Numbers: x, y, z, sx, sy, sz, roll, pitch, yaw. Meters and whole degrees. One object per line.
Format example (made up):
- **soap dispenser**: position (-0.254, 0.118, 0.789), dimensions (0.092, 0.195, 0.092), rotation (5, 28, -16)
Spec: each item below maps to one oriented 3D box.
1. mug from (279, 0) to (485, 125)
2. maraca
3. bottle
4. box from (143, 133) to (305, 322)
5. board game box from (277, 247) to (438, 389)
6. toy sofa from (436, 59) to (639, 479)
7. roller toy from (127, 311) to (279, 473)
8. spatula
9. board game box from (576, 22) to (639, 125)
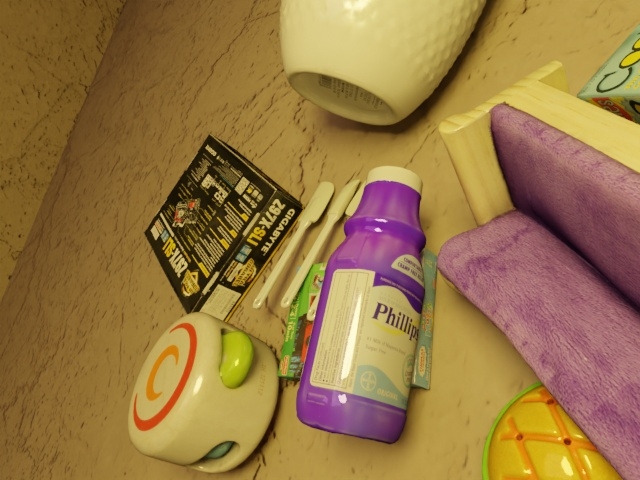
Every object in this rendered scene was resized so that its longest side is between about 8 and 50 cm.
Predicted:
- **mug**: position (0.077, -0.346, 0.698), dimensions (0.374, 0.276, 0.328), rotation (-165, 95, -78)
- **maraca**: position (0.212, 0.159, 0.378), dimensions (0.185, 0.099, 0.127), rotation (-44, 46, -10)
- **bottle**: position (0.056, 0.059, 0.508), dimensions (0.092, 0.118, 0.283), rotation (-4, 64, 41)
- **box**: position (-0.197, -0.036, 0.895), dimensions (0.257, 0.079, 0.322), rotation (-56, 42, 6)
- **board game box**: position (0.044, 0.101, 0.613), dimensions (0.211, 0.039, 0.160), rotation (-11, 60, 39)
- **toy sofa**: position (0.204, 0.025, 0.321), dimensions (0.177, 0.150, 0.363), rotation (-31, 36, 5)
- **roller toy**: position (-0.157, 0.210, 0.664), dimensions (0.209, 0.146, 0.191), rotation (9, 68, 55)
- **spatula**: position (0.000, 0.000, 0.684), dimensions (0.168, 0.019, 0.242), rotation (4, 56, 47)
- **board game box**: position (0.330, -0.102, 0.291), dimensions (0.144, 0.142, 0.275), rotation (-51, 13, 10)
